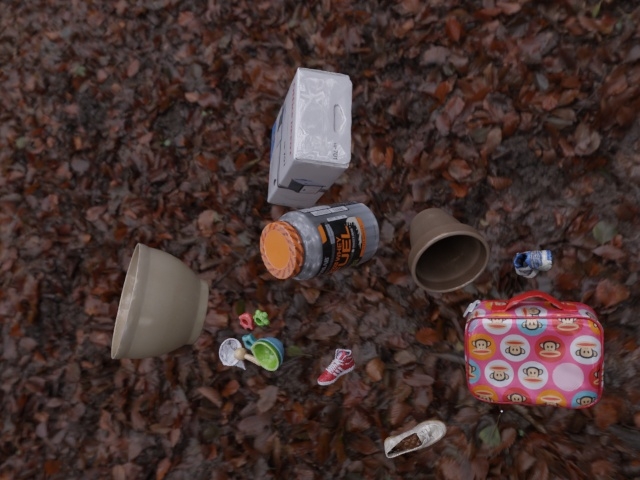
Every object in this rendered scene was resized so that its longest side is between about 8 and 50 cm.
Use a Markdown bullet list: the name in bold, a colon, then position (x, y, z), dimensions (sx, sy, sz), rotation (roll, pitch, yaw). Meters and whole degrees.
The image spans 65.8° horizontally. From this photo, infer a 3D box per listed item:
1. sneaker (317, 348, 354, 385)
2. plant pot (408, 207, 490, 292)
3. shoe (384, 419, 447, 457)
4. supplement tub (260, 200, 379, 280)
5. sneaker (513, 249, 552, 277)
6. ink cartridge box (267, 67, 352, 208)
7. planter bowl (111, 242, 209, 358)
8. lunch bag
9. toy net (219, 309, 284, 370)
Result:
- **sneaker**: position (0.039, 0.331, 1.307), dimensions (0.118, 0.067, 0.042), rotation (-24, 31, -31)
- **plant pot**: position (0.407, 0.008, 1.680), dimensions (0.262, 0.263, 0.229), rotation (-25, 38, 11)
- **shoe**: position (0.303, 0.639, 1.580), dimensions (0.219, 0.058, 0.077), rotation (-28, 90, 16)
- **supplement tub**: position (0.000, 0.000, 1.389), dimensions (0.193, 0.315, 0.194), rotation (17, 113, 45)
- **sneaker**: position (0.423, 0.044, 1.019), dimensions (0.057, 0.135, 0.052), rotation (5, 75, 3)
- **ink cartridge box**: position (-0.021, -0.144, 0.745), dimensions (0.082, 0.190, 0.140), rotation (6, 75, -14)
- **planter bowl**: position (-0.226, 0.094, 0.713), dimensions (0.162, 0.109, 0.162), rotation (-40, 44, 52)
- **lunch bag**: position (0.474, 0.237, 1.119), dimensions (0.292, 0.120, 0.259), rotation (-1, 105, 20)
- **toy net**: position (-0.165, 0.225, 1.048), dimensions (0.232, 0.045, 0.122), rotation (-28, 98, 44)
